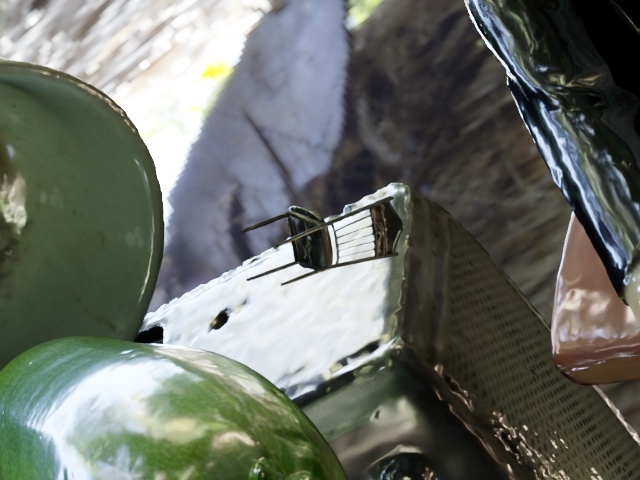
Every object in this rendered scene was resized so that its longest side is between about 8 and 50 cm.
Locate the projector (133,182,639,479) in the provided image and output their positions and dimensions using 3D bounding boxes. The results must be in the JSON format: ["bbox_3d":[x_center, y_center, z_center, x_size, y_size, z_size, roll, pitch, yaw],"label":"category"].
[{"bbox_3d":[0.022,0.232,1.269,0.405,0.395,0.242,51,-157,-25],"label":"projector"}]

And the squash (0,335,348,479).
[{"bbox_3d":[-0.068,0.087,0.706,0.101,0.378,0.101,-1,-87,-20],"label":"squash"}]

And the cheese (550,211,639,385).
[{"bbox_3d":[0.171,0.010,0.682,0.177,0.128,0.203,-24,-81,-44],"label":"cheese"}]

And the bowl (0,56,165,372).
[{"bbox_3d":[-0.251,0.001,1.133,0.289,0.289,0.146,2,-156,-43],"label":"bowl"}]

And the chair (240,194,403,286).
[{"bbox_3d":[0.000,-0.001,1.021,0.086,0.042,0.037,-18,-69,-29],"label":"chair"}]

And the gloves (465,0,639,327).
[{"bbox_3d":[0.140,-0.065,0.517,0.197,0.152,0.301,-31,-96,-6],"label":"gloves"}]
